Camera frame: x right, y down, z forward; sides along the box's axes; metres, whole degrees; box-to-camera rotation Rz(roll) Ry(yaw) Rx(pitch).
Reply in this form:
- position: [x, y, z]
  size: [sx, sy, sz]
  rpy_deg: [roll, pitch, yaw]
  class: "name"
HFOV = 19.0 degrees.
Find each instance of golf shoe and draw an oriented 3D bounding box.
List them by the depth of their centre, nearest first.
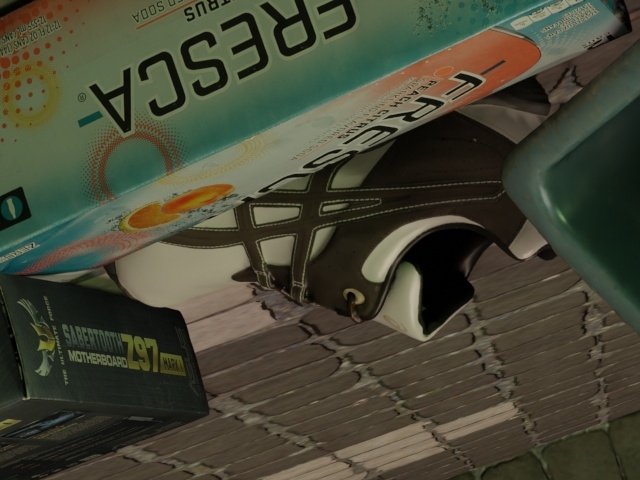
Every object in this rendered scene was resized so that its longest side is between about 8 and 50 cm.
- position: [0.000, 0.000, 0.681]
  size: [0.198, 0.094, 0.077]
  rpy_deg: [-27, 166, 38]
  class: "golf shoe"

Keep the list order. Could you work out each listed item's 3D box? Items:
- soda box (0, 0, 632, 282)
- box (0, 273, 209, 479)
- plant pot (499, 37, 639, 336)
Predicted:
- position: [-0.015, -0.051, 0.508]
  size: [0.183, 0.063, 0.058]
  rpy_deg: [-23, 167, 17]
  class: "soda box"
- position: [-0.189, 0.084, 0.834]
  size: [0.232, 0.059, 0.183]
  rpy_deg: [-22, 167, 16]
  class: "box"
- position: [0.252, -0.046, 0.517]
  size: [0.252, 0.248, 0.247]
  rpy_deg: [-44, 179, -26]
  class: "plant pot"
